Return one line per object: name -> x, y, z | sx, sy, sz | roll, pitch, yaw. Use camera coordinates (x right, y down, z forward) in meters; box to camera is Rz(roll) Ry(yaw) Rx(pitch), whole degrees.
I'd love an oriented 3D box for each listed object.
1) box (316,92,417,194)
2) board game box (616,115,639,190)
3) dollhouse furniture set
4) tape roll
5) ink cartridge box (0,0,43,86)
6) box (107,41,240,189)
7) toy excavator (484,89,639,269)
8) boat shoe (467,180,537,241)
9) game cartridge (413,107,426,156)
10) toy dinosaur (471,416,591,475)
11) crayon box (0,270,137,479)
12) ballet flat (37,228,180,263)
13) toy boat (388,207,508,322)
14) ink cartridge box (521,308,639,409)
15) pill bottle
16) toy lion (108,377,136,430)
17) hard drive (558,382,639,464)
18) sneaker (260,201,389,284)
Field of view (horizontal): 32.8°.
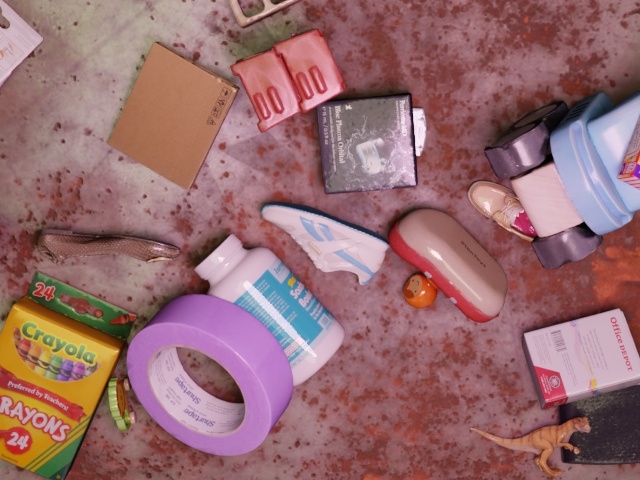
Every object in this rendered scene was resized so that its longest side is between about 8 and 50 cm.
box -> 0.080, -0.164, 1.827 | 0.158, 0.093, 0.156 | -4, 98, 7
board game box -> 0.544, -0.151, 1.630 | 0.146, 0.045, 0.194 | 25, 80, -16
dollhouse furniture set -> -0.102, -0.379, 1.747 | 0.152, 0.201, 0.374 | -24, 99, 3
tape roll -> -0.186, 0.227, 1.822 | 0.274, 0.090, 0.275 | 14, 126, 20
ink cartridge box -> -0.617, -0.316, 1.838 | 0.189, 0.066, 0.232 | 43, 75, -6
box -> -0.250, -0.210, 1.832 | 0.164, 0.021, 0.201 | 30, 110, 4
toy excavator -> 0.547, -0.176, 1.756 | 0.445, 0.433, 0.222 | -23, 99, 31
boat shoe -> 0.333, -0.048, 1.872 | 0.170, 0.059, 0.063 | 29, 97, -5
game cartridge -> 0.155, -0.187, 1.872 | 0.055, 0.017, 0.083 | 4, 99, 2
toy dinosaur -> 0.388, 0.361, 1.927 | 0.211, 0.064, 0.112 | -19, 83, 27
crayon box -> -0.476, 0.238, 1.895 | 0.202, 0.081, 0.319 | 23, 97, -4
ballet flat -> -0.364, 0.019, 1.861 | 0.249, 0.084, 0.058 | 5, 83, 3
toy boat -> 0.200, 0.059, 1.857 | 0.231, 0.151, 0.151 | 45, 118, -6
ink cartridge box -> 0.452, 0.206, 1.880 | 0.175, 0.072, 0.128 | -15, 68, 1
pill bottle -> -0.093, 0.112, 1.847 | 0.146, 0.146, 0.264 | -43, 97, 5
toy lion -> -0.350, 0.286, 1.895 | 0.034, 0.096, 0.100 | -8, 99, 1
hard drive -> 0.555, 0.317, 1.931 | 0.254, 0.054, 0.172 | -5, 98, 0
sneaker -> 0.000, 0.000, 1.863 | 0.228, 0.087, 0.092 | 23, 99, -2
